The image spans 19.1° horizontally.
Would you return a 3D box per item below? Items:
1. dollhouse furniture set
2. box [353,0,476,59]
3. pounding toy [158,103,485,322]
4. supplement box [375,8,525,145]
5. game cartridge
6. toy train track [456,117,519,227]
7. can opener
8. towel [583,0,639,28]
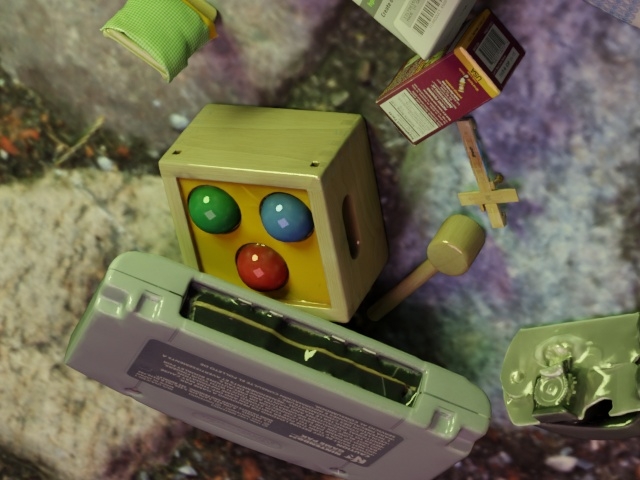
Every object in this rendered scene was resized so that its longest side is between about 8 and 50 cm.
[{"bbox_3d":[-0.134,-0.185,1.295,0.152,0.076,0.058,36,134,-1],"label":"dollhouse furniture set"},{"bbox_3d":[0.033,-0.224,1.176,0.186,0.038,0.145,40,134,11],"label":"box"},{"bbox_3d":[0.007,0.008,1.359,0.206,0.094,0.181,6,127,24],"label":"pounding toy"},{"bbox_3d":[0.086,-0.107,1.254,0.083,0.055,0.043,-30,108,41],"label":"supplement box"},{"bbox_3d":[-0.039,0.105,1.416,0.294,0.060,0.196,22,151,-9],"label":"game cartridge"},{"bbox_3d":[0.114,-0.048,1.316,0.048,0.014,0.083,-3,118,38],"label":"toy train track"},{"bbox_3d":[0.258,0.089,1.323,0.283,0.076,0.095,-10,152,33],"label":"can opener"},{"bbox_3d":[0.233,-0.197,1.122,0.285,0.034,0.209,30,134,4],"label":"towel"}]
